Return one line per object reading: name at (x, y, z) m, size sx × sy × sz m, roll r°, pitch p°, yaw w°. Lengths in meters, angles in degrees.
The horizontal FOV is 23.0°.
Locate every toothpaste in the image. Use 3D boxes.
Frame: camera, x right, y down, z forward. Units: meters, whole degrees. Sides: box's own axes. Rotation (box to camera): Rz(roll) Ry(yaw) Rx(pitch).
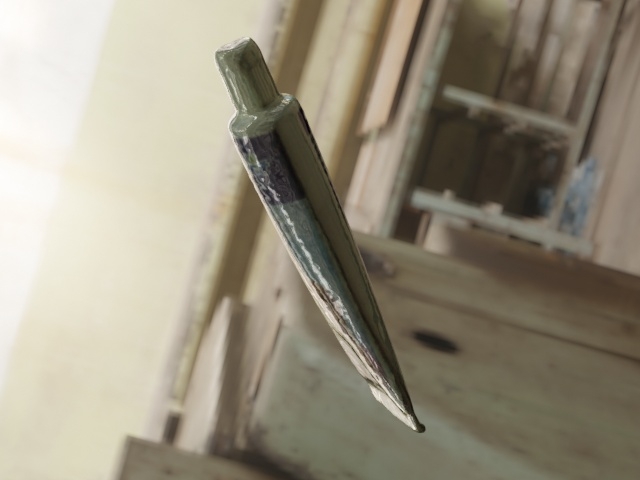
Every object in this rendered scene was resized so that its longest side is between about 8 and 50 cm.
toothpaste at (0.000, 0.000, 0.769) m, size 0.216 × 0.037 × 0.062 m, roll 66°, pitch 169°, yaw -23°
